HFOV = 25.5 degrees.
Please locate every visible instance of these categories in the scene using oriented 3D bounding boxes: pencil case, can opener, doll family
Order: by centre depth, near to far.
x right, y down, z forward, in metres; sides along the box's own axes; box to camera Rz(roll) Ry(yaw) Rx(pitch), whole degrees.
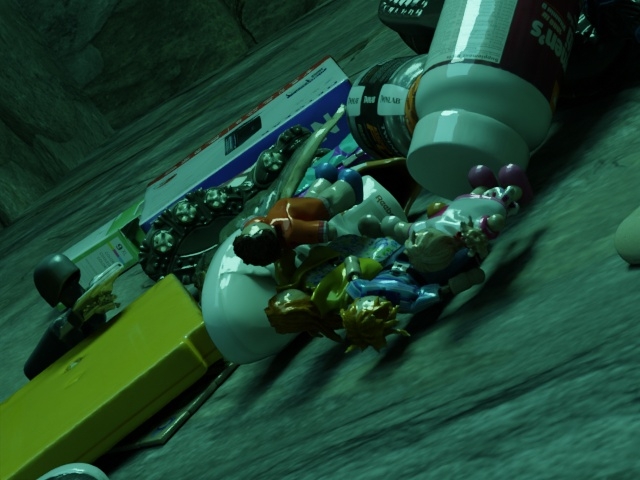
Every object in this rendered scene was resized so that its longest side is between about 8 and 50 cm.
[{"bbox_3d":[0.047,0.024,1.124,0.263,0.118,0.163,1,29,39],"label":"doll family"},{"bbox_3d":[-0.001,-0.057,1.569,0.152,0.064,0.070,-37,-12,-3],"label":"pencil case"},{"bbox_3d":[-0.291,0.088,1.620,0.074,0.093,0.280,-43,-6,-33],"label":"can opener"}]

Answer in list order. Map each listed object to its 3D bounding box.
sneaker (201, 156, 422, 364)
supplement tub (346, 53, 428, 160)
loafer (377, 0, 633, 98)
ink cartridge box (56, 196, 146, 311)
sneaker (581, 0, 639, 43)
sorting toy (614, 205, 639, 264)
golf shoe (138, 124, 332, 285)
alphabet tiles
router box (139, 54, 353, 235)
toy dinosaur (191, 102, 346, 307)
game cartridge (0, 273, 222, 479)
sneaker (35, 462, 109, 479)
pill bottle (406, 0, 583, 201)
[{"bbox_3d":[0.000,0.000,1.272,0.123,0.106,0.290,-28,14,41],"label":"sneaker"},{"bbox_3d":[0.105,-0.133,1.450,0.117,0.117,0.190,-38,12,-9],"label":"supplement tub"},{"bbox_3d":[0.205,-0.214,1.459,0.134,0.130,0.366,-48,32,-5],"label":"loafer"},{"bbox_3d":[-0.317,0.015,2.123,0.209,0.062,0.109,-33,13,12],"label":"ink cartridge box"},{"bbox_3d":[0.295,-0.218,1.250,0.081,0.080,0.211,-28,48,-15],"label":"sneaker"},{"bbox_3d":[0.301,-0.067,0.892,0.208,0.038,0.193,-42,15,-24],"label":"sorting toy"},{"bbox_3d":[-0.099,-0.025,1.683,0.273,0.105,0.120,-35,-4,-21],"label":"golf shoe"},{"bbox_3d":[-0.153,0.144,1.381,0.237,0.009,0.198,-20,21,51],"label":"alphabet tiles"},{"bbox_3d":[-0.087,-0.116,1.951,0.335,0.082,0.301,-35,13,3],"label":"router box"},{"bbox_3d":[-0.040,-0.021,1.478,0.268,0.064,0.118,-50,44,5],"label":"toy dinosaur"},{"bbox_3d":[-0.231,0.157,1.411,0.285,0.052,0.324,-38,14,-4],"label":"game cartridge"},{"bbox_3d":[-0.267,0.258,1.108,0.217,0.079,0.121,-33,13,12],"label":"sneaker"},{"bbox_3d":[0.152,-0.148,1.241,0.121,0.121,0.221,-19,46,52],"label":"pill bottle"}]
